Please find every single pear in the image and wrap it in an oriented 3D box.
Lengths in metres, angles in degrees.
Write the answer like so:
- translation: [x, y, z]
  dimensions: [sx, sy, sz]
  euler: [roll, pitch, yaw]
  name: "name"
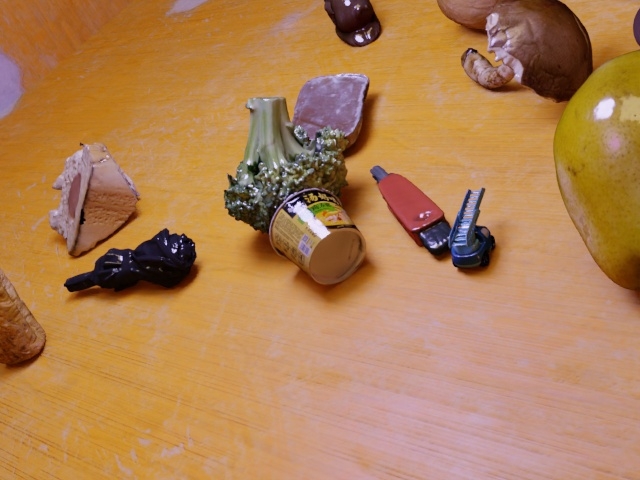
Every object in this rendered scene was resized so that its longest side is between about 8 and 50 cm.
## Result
- translation: [0.458, -0.098, 1.107]
  dimensions: [0.284, 0.285, 0.336]
  euler: [-17, 38, 19]
  name: "pear"

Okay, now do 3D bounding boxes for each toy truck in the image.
- translation: [0.246, -0.018, 1.335]
  dimensions: [0.063, 0.074, 0.136]
  euler: [-6, 39, 31]
  name: "toy truck"

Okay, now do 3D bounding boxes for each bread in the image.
- translation: [-0.553, -0.121, 1.939]
  dimensions: [0.224, 0.211, 0.183]
  euler: [-33, 40, -15]
  name: "bread"
- translation: [-0.644, 0.151, 1.654]
  dimensions: [0.113, 0.211, 0.083]
  euler: [-18, 24, 18]
  name: "bread"

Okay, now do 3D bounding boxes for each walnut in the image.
- translation: [0.367, -0.569, 1.880]
  dimensions: [0.193, 0.193, 0.225]
  euler: [-37, 44, -11]
  name: "walnut"

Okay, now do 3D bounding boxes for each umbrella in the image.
- translation: [-0.400, 0.059, 1.706]
  dimensions: [0.340, 0.118, 0.118]
  euler: [-17, 35, 28]
  name: "umbrella"

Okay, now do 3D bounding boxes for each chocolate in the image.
- translation: [0.025, -0.268, 1.824]
  dimensions: [0.156, 0.080, 0.254]
  euler: [-1, 42, 13]
  name: "chocolate"

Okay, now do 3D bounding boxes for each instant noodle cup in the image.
- translation: [0.000, 0.000, 1.443]
  dimensions: [0.151, 0.151, 0.122]
  euler: [-34, 44, -6]
  name: "instant noodle cup"

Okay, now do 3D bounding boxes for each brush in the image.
- translation: [0.155, -0.067, 1.486]
  dimensions: [0.070, 0.051, 0.323]
  euler: [-34, 34, -2]
  name: "brush"

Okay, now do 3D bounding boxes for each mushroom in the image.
- translation: [0.411, -0.346, 1.610]
  dimensions: [0.207, 0.233, 0.302]
  euler: [-17, -9, 2]
  name: "mushroom"

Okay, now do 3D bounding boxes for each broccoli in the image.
- translation: [-0.066, -0.135, 1.593]
  dimensions: [0.288, 0.235, 0.260]
  euler: [16, 89, 54]
  name: "broccoli"

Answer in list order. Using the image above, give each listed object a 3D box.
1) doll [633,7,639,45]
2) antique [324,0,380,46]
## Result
- translation: [0.645, -0.386, 1.519]
  dimensions: [0.145, 0.096, 0.188]
  euler: [-8, 62, 52]
  name: "doll"
- translation: [0.073, -0.622, 2.199]
  dimensions: [0.121, 0.143, 0.257]
  euler: [-26, 32, 9]
  name: "antique"
